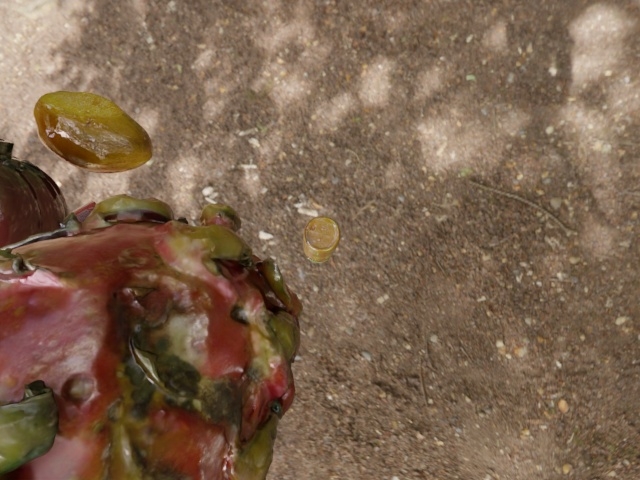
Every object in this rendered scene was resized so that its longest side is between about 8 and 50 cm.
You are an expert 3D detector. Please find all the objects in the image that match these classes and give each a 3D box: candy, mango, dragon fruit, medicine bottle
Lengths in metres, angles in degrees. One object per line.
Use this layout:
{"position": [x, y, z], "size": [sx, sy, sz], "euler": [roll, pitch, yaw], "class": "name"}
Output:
{"position": [-0.535, -0.061, 1.296], "size": [0.062, 0.038, 0.122], "euler": [-34, 18, -18], "class": "candy"}
{"position": [-0.405, -0.189, 1.024], "size": [0.217, 0.102, 0.141], "euler": [20, 44, 0], "class": "mango"}
{"position": [-0.153, 0.080, 0.505], "size": [0.263, 0.296, 0.314], "euler": [-45, 40, -16], "class": "dragon fruit"}
{"position": [0.000, 0.000, 1.521], "size": [0.096, 0.192, 0.096], "euler": [1, 79, -3], "class": "medicine bottle"}

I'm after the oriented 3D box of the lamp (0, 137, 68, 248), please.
{"position": [-0.543, -0.036, 0.853], "size": [0.303, 0.303, 0.257], "euler": [20, 100, 29], "class": "lamp"}
